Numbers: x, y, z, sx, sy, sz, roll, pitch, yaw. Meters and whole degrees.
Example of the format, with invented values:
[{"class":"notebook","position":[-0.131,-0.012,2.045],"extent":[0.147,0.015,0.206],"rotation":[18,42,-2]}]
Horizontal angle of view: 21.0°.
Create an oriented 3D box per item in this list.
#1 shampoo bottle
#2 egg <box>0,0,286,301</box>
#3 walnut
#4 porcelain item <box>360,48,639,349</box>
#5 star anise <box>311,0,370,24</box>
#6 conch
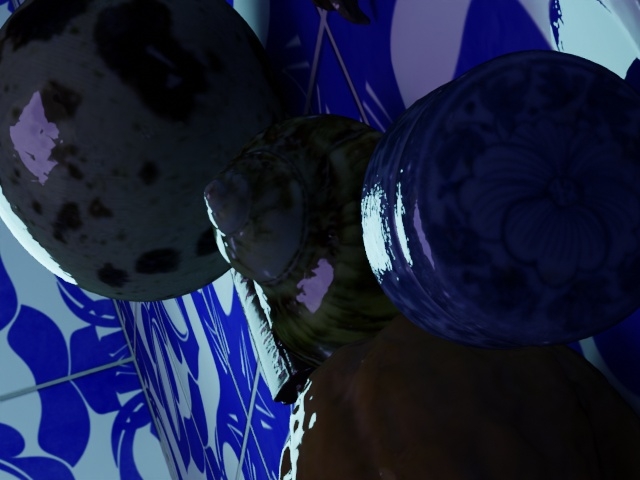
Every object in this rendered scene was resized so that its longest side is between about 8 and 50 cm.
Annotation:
[{"class":"shampoo bottle","position":[-0.029,0.107,1.729],"extent":[0.068,0.067,0.236],"rotation":[105,147,-50]},{"class":"egg","position":[-0.175,-0.091,1.607],"extent":[0.379,0.287,0.288],"rotation":[96,154,-54]},{"class":"walnut","position":[0.086,0.171,1.010],"extent":[0.224,0.257,0.257],"rotation":[31,-148,-59]},{"class":"porcelain item","position":[0.102,-0.018,0.878],"extent":[0.114,0.147,0.147],"rotation":[161,93,-74]},{"class":"star anise","position":[0.004,-0.220,1.264],"extent":[0.141,0.042,0.141],"rotation":[164,90,-78]},{"class":"conch","position":[0.000,0.000,1.263],"extent":[0.124,0.181,0.187],"rotation":[154,126,-82]}]
